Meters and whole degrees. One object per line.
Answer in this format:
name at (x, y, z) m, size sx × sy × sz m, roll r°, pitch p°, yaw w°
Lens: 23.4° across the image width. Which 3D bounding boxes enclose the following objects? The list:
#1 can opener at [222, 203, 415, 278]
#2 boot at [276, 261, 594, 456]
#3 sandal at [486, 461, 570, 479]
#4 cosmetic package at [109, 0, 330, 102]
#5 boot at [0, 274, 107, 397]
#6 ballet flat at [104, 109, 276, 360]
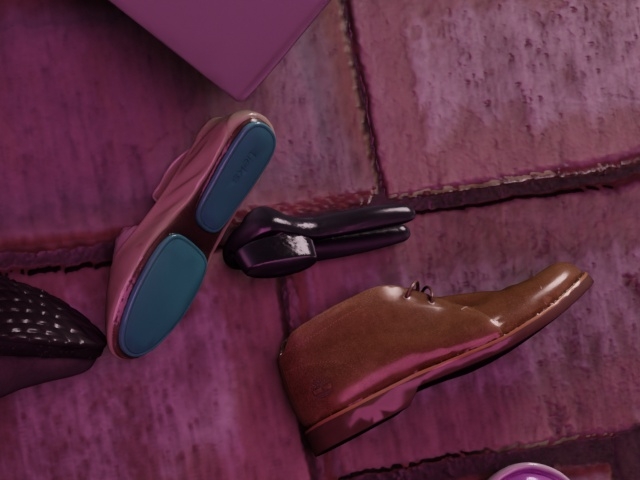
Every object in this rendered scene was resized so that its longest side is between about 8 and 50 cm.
can opener at (0.000, 0.000, 1.381) m, size 0.186 × 0.059 × 0.073 m, roll -10°, pitch 58°, yaw -28°
boot at (0.104, 0.073, 1.379) m, size 0.305 × 0.112 × 0.115 m, roll -25°, pitch 79°, yaw -17°
sandal at (0.169, 0.401, 1.344) m, size 0.169 × 0.102 × 0.416 m, roll 19°, pitch 76°, yaw -14°
cosmetic package at (-0.165, -0.354, 1.282) m, size 0.453 × 0.161 × 0.230 m, roll 38°, pitch 42°, yaw -8°
boot at (-0.336, 0.146, 1.213) m, size 0.338 × 0.118 × 0.223 m, roll 1°, pitch 117°, yaw -48°
ballet flat at (-0.126, -0.010, 1.331) m, size 0.086 × 0.086 × 0.248 m, roll 36°, pitch 72°, yaw -9°
